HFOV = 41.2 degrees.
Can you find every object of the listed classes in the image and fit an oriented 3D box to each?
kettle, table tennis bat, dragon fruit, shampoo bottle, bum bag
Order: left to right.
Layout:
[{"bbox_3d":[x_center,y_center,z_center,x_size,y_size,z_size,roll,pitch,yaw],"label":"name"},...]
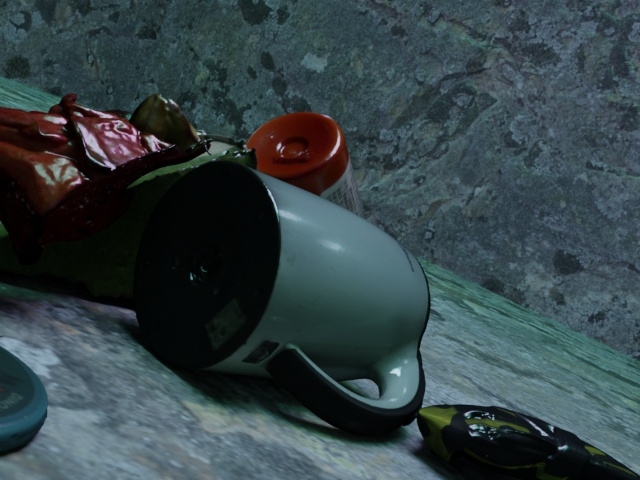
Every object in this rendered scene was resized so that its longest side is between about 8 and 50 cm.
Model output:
[{"bbox_3d":[-0.233,0.052,0.445,0.201,0.033,0.124,30,7,16],"label":"table tennis bat"},{"bbox_3d":[-0.155,-0.050,0.659,0.092,0.123,0.192,12,24,37],"label":"dragon fruit"},{"bbox_3d":[-0.007,0.063,0.715,0.236,0.161,0.221,20,34,-49],"label":"kettle"},{"bbox_3d":[0.000,0.000,0.919,0.104,0.104,0.278,27,-31,35],"label":"shampoo bottle"},{"bbox_3d":[0.180,0.182,0.718,0.232,0.060,0.106,24,-3,-14],"label":"bum bag"}]

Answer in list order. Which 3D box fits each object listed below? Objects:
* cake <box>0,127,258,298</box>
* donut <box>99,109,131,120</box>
[{"bbox_3d":[-0.205,0.015,0.793,0.283,0.172,0.158,-22,26,-33],"label":"cake"},{"bbox_3d":[-0.329,-0.133,1.261,0.140,0.141,0.059,27,16,33],"label":"donut"}]
